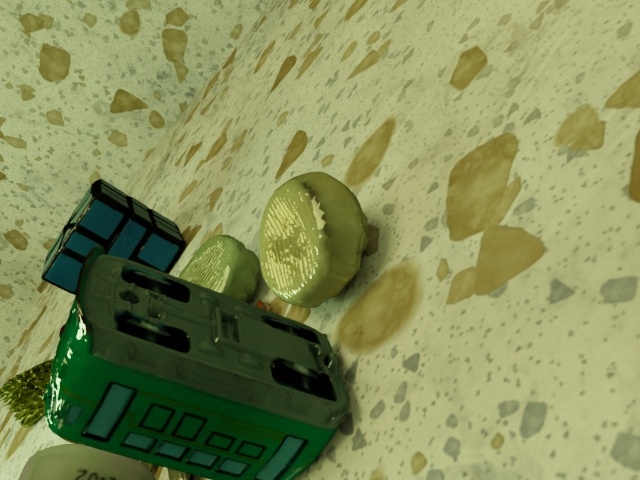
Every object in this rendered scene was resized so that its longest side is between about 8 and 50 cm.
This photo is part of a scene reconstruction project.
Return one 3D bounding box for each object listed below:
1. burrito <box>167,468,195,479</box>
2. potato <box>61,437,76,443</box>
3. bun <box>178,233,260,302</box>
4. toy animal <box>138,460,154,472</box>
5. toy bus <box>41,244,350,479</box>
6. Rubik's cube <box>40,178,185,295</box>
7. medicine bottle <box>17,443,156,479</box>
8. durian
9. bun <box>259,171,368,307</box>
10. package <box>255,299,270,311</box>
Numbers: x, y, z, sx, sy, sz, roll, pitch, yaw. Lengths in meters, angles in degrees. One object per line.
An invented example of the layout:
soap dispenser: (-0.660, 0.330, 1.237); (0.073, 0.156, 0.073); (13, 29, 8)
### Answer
burrito: (-0.224, 0.355, 1.046); (0.051, 0.042, 0.171); (-65, 22, 6)
potato: (-0.442, 0.321, 1.370); (0.158, 0.178, 0.203); (-13, 32, 36)
bun: (-0.197, 0.100, 1.238); (0.221, 0.108, 0.221); (-33, 38, 31)
toy animal: (-0.342, 0.379, 1.200); (0.101, 0.103, 0.218); (131, 162, -68)
toy bus: (-0.156, 0.169, 0.797); (0.199, 0.344, 0.183); (-59, 21, 19)
Rubik's cube: (-0.585, 0.022, 1.857); (0.288, 0.284, 0.293); (-58, 25, 0)
medicine bottle: (-0.374, 0.506, 0.919); (0.219, 0.219, 0.388); (-41, 27, 31)
durian: (-0.898, 0.481, 2.141); (0.394, 0.163, 0.198); (-41, -11, 22)
bun: (0.000, 0.000, 0.981); (0.222, 0.128, 0.222); (-3, 86, 55)
package: (-0.116, 0.153, 1.104); (0.077, 0.033, 0.110); (10, 73, 54)
